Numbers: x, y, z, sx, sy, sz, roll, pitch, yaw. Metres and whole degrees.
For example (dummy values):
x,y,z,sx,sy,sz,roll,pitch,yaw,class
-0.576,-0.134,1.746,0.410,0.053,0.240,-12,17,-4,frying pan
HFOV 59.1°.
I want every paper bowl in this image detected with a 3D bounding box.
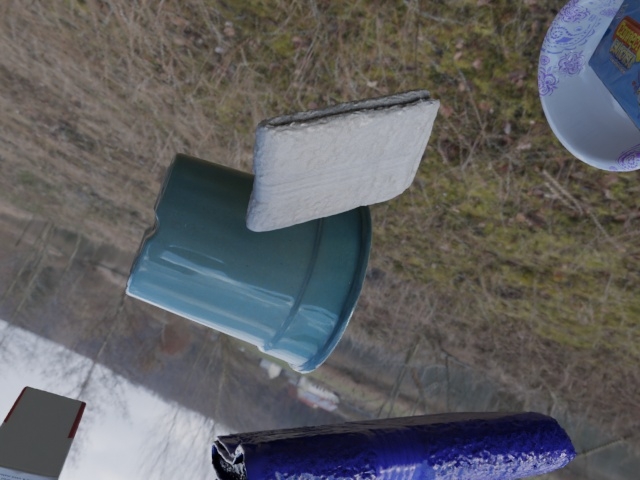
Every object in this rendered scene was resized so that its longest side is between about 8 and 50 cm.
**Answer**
x,y,z,sx,sy,sz,roll,pitch,yaw,class
0.493,-0.260,0.875,0.148,0.284,0.284,-17,-179,-18,paper bowl

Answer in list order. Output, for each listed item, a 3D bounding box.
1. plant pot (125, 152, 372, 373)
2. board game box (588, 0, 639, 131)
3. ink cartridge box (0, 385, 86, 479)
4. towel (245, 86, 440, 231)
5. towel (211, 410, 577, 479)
x,y,z,sx,sy,sz,roll,pitch,yaw,class
-0.138,0.022,0.991,0.334,0.341,0.341,20,170,-17,plant pot
0.436,-0.114,0.516,0.308,0.086,0.302,21,-147,2,board game box
-0.274,0.229,0.507,0.063,0.150,0.109,20,-166,-16,ink cartridge box
0.030,-0.115,0.799,0.049,0.282,0.187,56,149,33,towel
0.055,0.219,0.555,0.308,0.076,0.227,0,165,-17,towel
